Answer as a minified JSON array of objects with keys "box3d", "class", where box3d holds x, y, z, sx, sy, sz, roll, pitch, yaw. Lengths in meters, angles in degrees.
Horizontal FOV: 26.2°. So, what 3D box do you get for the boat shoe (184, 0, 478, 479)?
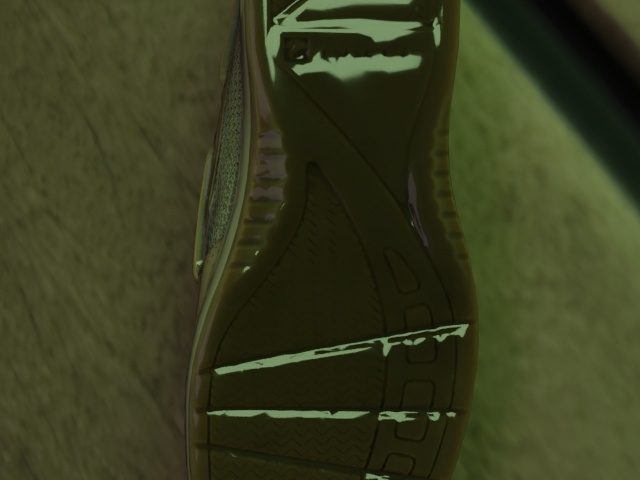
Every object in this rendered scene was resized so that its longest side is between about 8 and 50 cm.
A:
[{"box3d":[0.000,0.000,0.552,0.098,0.109,0.302,-179,91,-81],"class":"boat shoe"}]
